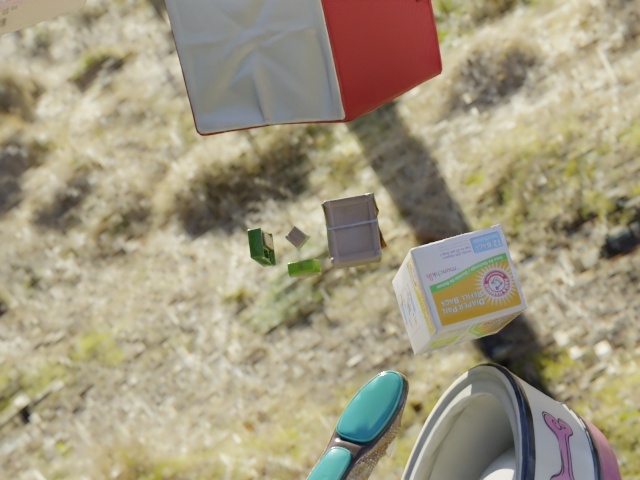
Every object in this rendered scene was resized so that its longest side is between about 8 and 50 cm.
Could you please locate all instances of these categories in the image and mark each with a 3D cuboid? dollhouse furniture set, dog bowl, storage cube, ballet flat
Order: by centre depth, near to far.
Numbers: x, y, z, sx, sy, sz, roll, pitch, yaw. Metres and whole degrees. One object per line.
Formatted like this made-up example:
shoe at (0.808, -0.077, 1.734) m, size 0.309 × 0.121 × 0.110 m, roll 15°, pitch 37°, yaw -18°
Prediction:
storage cube at (-0.017, -0.218, 1.341) m, size 0.184 × 0.214 × 0.193 m, roll -1°, pitch 18°, yaw 34°
dollhouse furniture set at (0.000, 0.000, 1.517) m, size 0.152 × 0.076 × 0.058 m, roll -10°, pitch -10°, yaw 11°
ballet flat at (0.042, 0.243, 1.567) m, size 0.073 × 0.067 × 0.206 m, roll 19°, pitch 63°, yaw 42°
dog bowl at (0.212, 0.361, 1.637) m, size 0.408 × 0.150 × 0.407 m, roll -163°, pitch 90°, yaw -78°

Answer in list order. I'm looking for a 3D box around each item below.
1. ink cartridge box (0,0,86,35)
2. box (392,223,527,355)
ink cartridge box at (-0.363, -0.350, 1.490) m, size 0.168 × 0.232 × 0.171 m, roll -19°, pitch 3°, yaw -13°
box at (0.162, 0.063, 1.640) m, size 0.114 × 0.103 × 0.203 m, roll -16°, pitch -11°, yaw -5°
